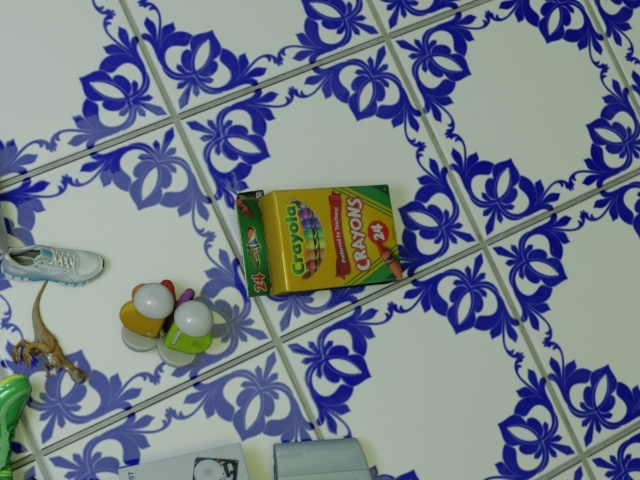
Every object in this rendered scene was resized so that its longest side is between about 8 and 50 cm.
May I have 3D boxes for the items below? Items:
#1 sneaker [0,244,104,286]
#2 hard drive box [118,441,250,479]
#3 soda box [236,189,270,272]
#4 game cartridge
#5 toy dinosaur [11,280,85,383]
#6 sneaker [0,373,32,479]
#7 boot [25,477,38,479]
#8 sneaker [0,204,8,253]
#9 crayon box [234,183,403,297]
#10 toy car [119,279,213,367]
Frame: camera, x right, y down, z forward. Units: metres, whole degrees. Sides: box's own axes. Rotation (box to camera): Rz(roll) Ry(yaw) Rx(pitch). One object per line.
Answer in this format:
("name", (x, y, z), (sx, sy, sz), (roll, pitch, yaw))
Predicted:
("sneaker", (-0.504, 0.041, 1.656), (0.190, 0.083, 0.071), (0, 67, -15))
("hard drive box", (-0.239, 0.490, 1.608), (0.232, 0.089, 0.181), (-10, 50, -14))
("soda box", (-0.130, -0.013, 1.766), (0.053, 0.060, 0.169), (-9, 83, -12))
("game cartridge", (0.011, 0.540, 1.719), (0.198, 0.062, 0.297), (-3, 82, -9))
("toy dinosaur", (-0.522, 0.189, 1.655), (0.112, 0.064, 0.211), (-24, 82, -47))
("sneaker", (-0.583, 0.379, 1.566), (0.123, 0.109, 0.295), (24, 84, 17))
("boot", (-0.552, 0.470, 1.573), (0.121, 0.099, 0.045), (-36, 93, -15))
("sneaker", (-0.689, -0.090, 1.624), (0.169, 0.108, 0.292), (-17, 69, 1))
("crayon box", (0.000, 0.000, 1.746), (0.318, 0.081, 0.202), (-6, 83, -28))
("toy car", (-0.284, 0.142, 1.679), (0.182, 0.159, 0.136), (24, 40, -8))
